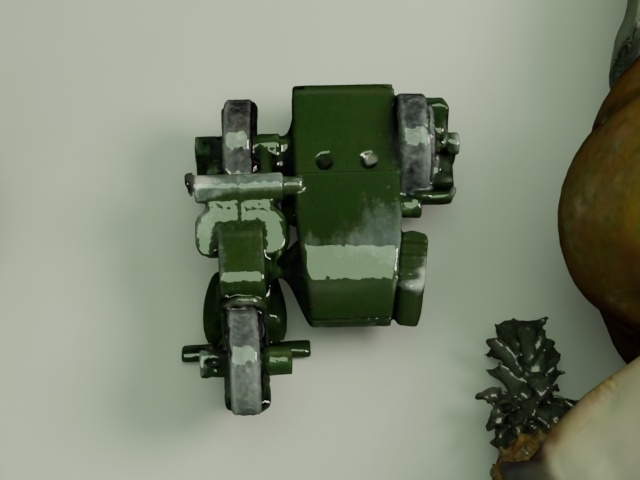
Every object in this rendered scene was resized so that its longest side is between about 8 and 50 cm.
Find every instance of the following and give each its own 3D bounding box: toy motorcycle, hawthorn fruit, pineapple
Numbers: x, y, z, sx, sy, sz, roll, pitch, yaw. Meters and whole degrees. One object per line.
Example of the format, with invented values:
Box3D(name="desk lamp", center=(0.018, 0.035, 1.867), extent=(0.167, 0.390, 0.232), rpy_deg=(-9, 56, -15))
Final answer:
Box3D(name="toy motorcycle", center=(0.000, 0.000, 1.364), extent=(0.205, 0.127, 0.275), rpy_deg=(-1, 66, -2))
Box3D(name="hawthorn fruit", center=(0.310, -0.038, 1.311), extent=(0.268, 0.268, 0.301), rpy_deg=(22, 60, 6))
Box3D(name="pineapple", center=(0.162, 0.144, 1.331), extent=(0.108, 0.108, 0.198), rpy_deg=(-10, 65, -4))

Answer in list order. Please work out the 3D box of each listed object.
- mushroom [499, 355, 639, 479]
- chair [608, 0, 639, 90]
Box3D(name="mushroom", center=(0.369, 0.193, 1.179), extent=(0.313, 0.224, 0.397), rpy_deg=(-45, 117, 12))
Box3D(name="chair", center=(0.300, -0.274, 1.432), extent=(0.186, 0.160, 0.319), rpy_deg=(-2, 70, 0))
